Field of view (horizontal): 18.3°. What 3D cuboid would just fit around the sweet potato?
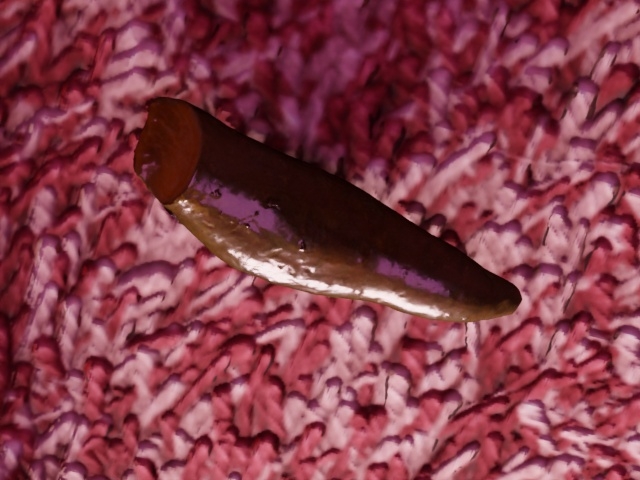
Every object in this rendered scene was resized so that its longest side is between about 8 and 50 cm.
[{"bbox_3d":[0.000,0.000,1.128,0.243,0.077,0.077,29,111,-17],"label":"sweet potato"}]
